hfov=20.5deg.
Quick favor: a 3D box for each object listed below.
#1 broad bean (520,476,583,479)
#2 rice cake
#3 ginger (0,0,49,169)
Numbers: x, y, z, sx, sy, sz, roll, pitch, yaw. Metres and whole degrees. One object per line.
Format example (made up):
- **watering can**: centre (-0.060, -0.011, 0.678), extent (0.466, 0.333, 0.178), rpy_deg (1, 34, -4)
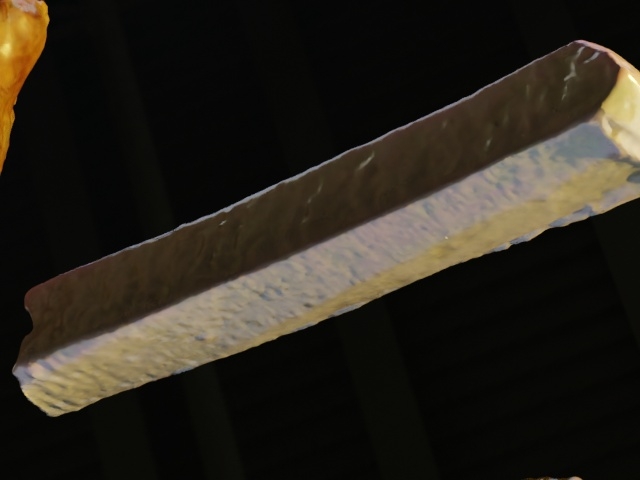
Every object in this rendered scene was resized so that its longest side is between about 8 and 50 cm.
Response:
- **broad bean**: centre (0.112, 0.247, 1.010), extent (0.122, 0.156, 0.228), rpy_deg (29, -107, -21)
- **rice cake**: centre (0.000, 0.000, 0.837), extent (0.365, 0.072, 0.056), rpy_deg (-23, -127, 26)
- **ginger**: centre (-0.327, -0.078, 1.008), extent (0.357, 0.152, 0.274), rpy_deg (-4, -75, -21)
